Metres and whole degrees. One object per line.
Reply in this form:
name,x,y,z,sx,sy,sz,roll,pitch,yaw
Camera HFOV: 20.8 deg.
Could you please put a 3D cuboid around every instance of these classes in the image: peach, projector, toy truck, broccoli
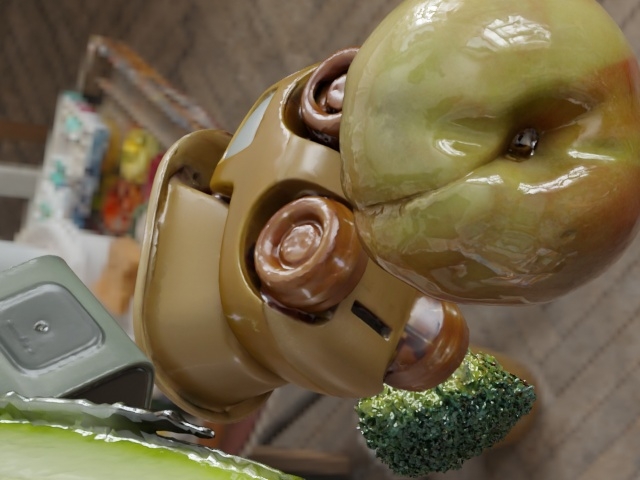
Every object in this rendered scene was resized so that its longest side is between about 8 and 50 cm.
peach,0.093,-0.052,0.917,0.184,0.184,0.184,-7,81,48
projector,-0.139,0.069,0.853,0.082,0.083,0.083,46,143,28
toy truck,0.000,0.000,1.348,0.212,0.204,0.288,-4,60,38
broccoli,0.112,0.158,1.891,0.194,0.220,0.194,10,104,44

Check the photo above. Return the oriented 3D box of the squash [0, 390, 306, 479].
squash,-0.201,0.112,0.668,0.309,0.234,0.210,34,122,23
